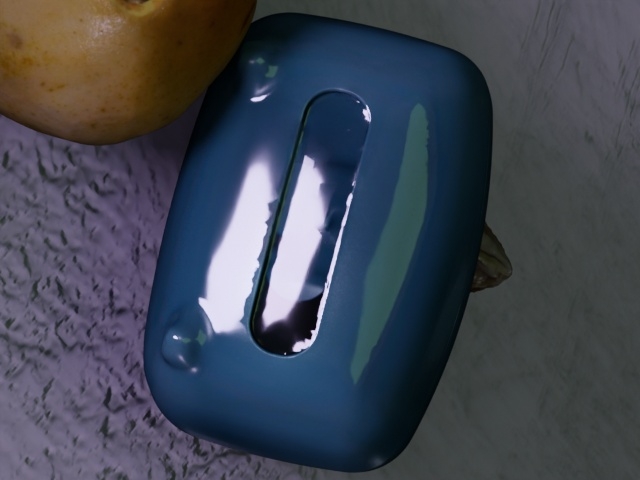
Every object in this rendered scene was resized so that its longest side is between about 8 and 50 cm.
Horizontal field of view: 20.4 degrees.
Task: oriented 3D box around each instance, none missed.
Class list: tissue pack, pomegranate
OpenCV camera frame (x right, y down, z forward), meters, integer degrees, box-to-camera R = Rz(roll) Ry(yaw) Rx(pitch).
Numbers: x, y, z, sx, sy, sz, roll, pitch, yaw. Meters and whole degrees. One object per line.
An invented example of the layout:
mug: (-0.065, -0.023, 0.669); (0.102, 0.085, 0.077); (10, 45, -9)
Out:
tissue pack: (0.000, 0.000, 1.146); (0.206, 0.198, 0.287); (35, 71, -77)
pomegranate: (-0.140, -0.176, 1.055); (0.233, 0.233, 0.233); (2, 87, -41)

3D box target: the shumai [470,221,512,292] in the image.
shumai: (0.053, 0.007, 1.304); (0.116, 0.145, 0.145); (-50, 122, -5)
